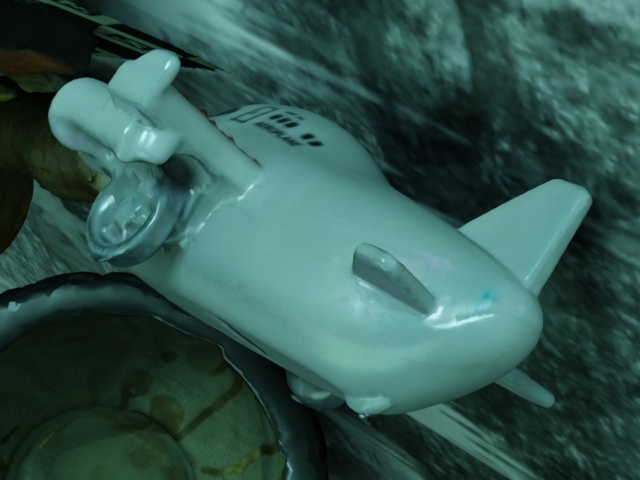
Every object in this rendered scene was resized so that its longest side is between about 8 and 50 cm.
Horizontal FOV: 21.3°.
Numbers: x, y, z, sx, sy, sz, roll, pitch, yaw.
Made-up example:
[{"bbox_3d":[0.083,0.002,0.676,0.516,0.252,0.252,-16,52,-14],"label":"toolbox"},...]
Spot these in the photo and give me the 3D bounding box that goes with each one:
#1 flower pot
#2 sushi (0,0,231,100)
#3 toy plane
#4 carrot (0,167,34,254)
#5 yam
[{"bbox_3d":[-0.138,0.164,1.076,0.266,0.266,0.267,46,168,1],"label":"flower pot"},{"bbox_3d":[-0.191,-0.103,0.844,0.192,0.043,0.279,20,176,-41],"label":"sushi"},{"bbox_3d":[-0.002,0.003,0.721,0.252,0.118,0.252,30,169,6],"label":"toy plane"},{"bbox_3d":[-0.289,-0.059,0.961,0.138,0.139,0.302,28,-179,37],"label":"carrot"},{"bbox_3d":[-0.140,-0.054,0.912,0.057,0.057,0.241,55,166,-20],"label":"yam"}]
